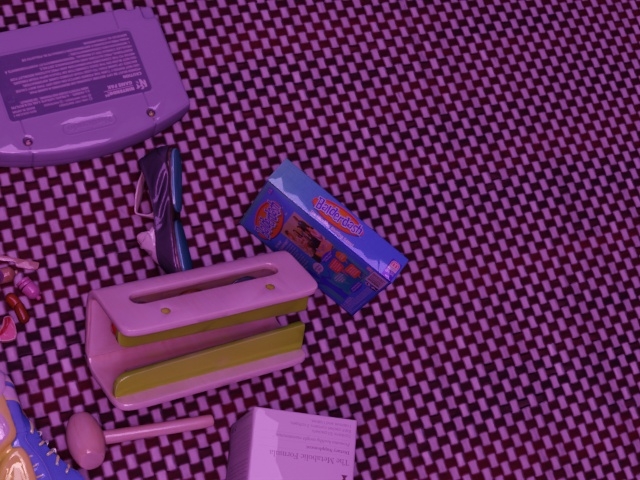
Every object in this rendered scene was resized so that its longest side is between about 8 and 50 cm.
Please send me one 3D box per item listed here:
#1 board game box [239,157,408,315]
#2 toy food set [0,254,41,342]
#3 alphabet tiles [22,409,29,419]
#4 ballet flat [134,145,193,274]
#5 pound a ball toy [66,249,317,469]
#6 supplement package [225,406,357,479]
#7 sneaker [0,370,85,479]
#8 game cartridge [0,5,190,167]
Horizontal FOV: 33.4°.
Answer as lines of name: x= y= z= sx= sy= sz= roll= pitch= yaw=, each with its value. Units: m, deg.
board game box: x=0.000 y=0.000 z=1.443 sx=0.210 sy=0.160 sz=0.047 roll=39 pitch=63 yaw=-2
toy food set: x=-0.398 y=0.077 z=1.360 sx=0.078 sy=0.019 sz=0.122 roll=12 pitch=67 yaw=-14
alphabet tiles: x=-0.503 y=0.290 z=1.253 sx=0.342 sy=0.011 sz=0.285 roll=-33 pitch=84 yaw=-26
ballet flat: x=-0.215 y=-0.027 z=1.439 sx=0.074 sy=0.074 sz=0.203 roll=-4 pitch=78 yaw=-19
pound a ball toy: x=-0.179 y=0.137 z=1.355 sx=0.319 sy=0.208 sz=0.136 roll=-12 pitch=37 yaw=-31
supplement package: x=-0.044 y=0.345 z=1.315 sx=0.139 sy=0.134 sz=0.244 roll=9 pitch=68 yaw=-14
sneaker: x=-0.343 y=0.273 z=1.271 sx=0.126 sy=0.091 sz=0.240 roll=4 pitch=68 yaw=-37
game cartridge: x=-0.340 y=-0.207 z=1.467 sx=0.294 sy=0.060 sz=0.196 roll=-17 pitch=73 yaw=-23
